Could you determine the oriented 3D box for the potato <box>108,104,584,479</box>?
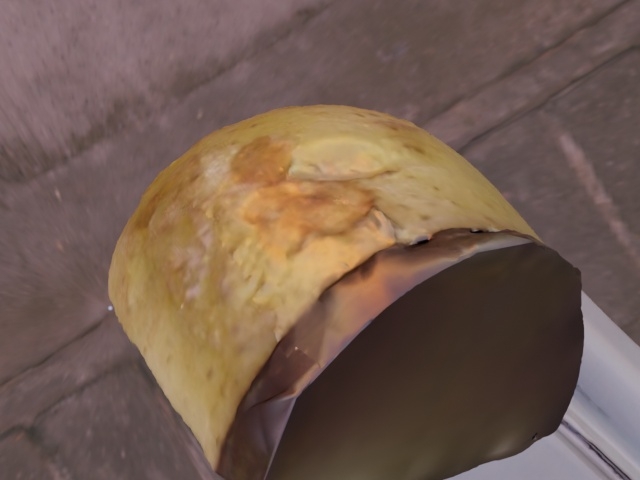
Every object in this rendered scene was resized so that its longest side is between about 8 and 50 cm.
[{"bbox_3d":[0.000,0.000,0.364,0.096,0.103,0.066,-6,127,-43],"label":"potato"}]

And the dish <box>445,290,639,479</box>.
[{"bbox_3d":[0.099,0.107,0.794,0.212,0.077,0.151,43,112,-3],"label":"dish"}]
